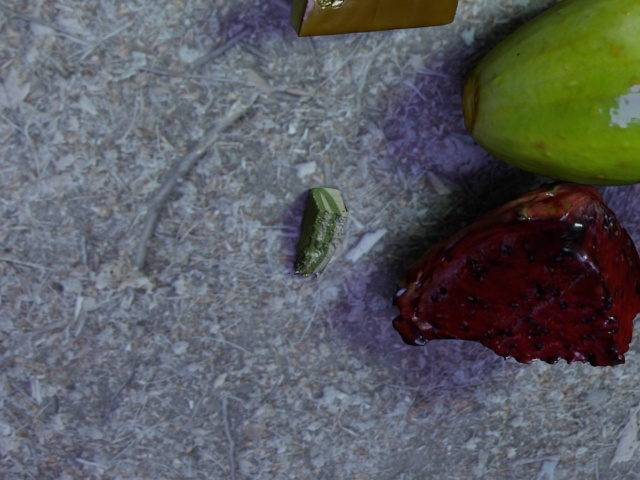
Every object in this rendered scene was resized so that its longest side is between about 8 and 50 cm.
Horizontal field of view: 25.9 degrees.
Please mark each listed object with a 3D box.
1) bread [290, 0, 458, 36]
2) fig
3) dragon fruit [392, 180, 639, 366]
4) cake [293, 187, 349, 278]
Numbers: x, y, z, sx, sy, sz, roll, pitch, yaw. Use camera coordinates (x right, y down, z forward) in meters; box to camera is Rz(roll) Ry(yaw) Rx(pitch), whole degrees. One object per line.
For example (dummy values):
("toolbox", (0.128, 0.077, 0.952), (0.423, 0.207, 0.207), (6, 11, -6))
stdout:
("bread", (0.068, -0.298, 1.687), (0.226, 0.049, 0.088), (-9, 126, -31))
("fig", (0.339, -0.190, 1.745), (0.326, 0.258, 0.258), (-10, 121, 4))
("dragon fruit", (0.248, 0.009, 1.873), (0.329, 0.228, 0.286), (-5, 132, 32))
("cake", (0.000, 0.000, 1.875), (0.051, 0.055, 0.140), (0, 120, -21))
